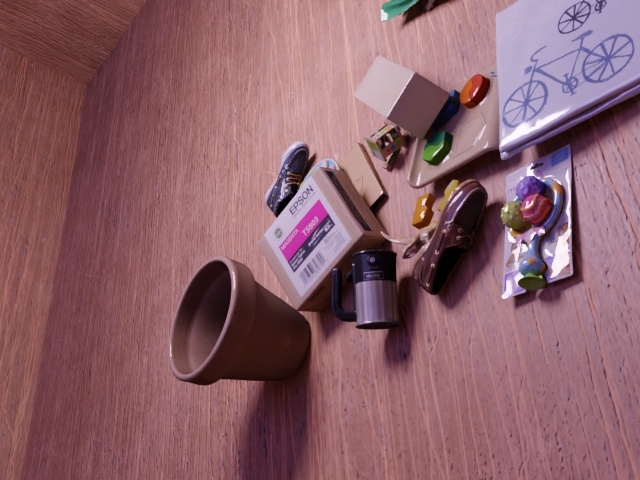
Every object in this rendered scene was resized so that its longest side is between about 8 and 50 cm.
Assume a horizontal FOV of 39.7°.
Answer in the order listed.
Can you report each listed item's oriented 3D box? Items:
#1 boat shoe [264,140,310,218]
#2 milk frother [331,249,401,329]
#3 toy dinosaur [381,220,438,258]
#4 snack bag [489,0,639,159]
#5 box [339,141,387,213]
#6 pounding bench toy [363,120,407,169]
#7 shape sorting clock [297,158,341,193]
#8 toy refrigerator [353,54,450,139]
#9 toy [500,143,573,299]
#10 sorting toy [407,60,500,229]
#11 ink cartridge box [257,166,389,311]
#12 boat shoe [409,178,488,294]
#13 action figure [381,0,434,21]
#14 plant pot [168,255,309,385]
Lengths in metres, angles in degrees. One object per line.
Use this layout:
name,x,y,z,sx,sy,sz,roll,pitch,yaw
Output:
boat shoe,-0.067,-0.140,2.095,0.183,0.065,0.083,-63,32,19
milk frother,0.095,0.099,1.644,0.129,0.143,0.135,-8,74,26
toy dinosaur,0.184,0.002,1.616,0.183,0.053,0.093,-21,37,42
snack bag,0.415,-0.329,1.446,0.323,0.037,0.343,-29,44,39
box,0.063,-0.096,1.891,0.164,0.021,0.201,-52,32,24
pounding bench toy,0.141,-0.192,1.806,0.065,0.083,0.052,-36,31,-10
shape sorting clock,-0.014,-0.083,1.943,0.206,0.040,0.206,-38,40,41
toy refrigerator,0.158,-0.286,1.757,0.102,0.094,0.269,-59,19,9
toy,0.326,-0.037,1.390,0.137,0.056,0.237,-28,47,46
sorting toy,0.241,-0.178,1.601,0.229,0.041,0.307,-24,42,49
ink cartridge box,0.000,0.000,1.800,0.235,0.088,0.193,-51,56,27
boat shoe,0.229,-0.002,1.511,0.207,0.073,0.073,-64,31,19
action figure,0.227,-0.543,1.893,0.232,0.063,0.137,0,68,62
plant pot,-0.153,0.191,1.829,0.263,0.229,0.263,-38,40,40
